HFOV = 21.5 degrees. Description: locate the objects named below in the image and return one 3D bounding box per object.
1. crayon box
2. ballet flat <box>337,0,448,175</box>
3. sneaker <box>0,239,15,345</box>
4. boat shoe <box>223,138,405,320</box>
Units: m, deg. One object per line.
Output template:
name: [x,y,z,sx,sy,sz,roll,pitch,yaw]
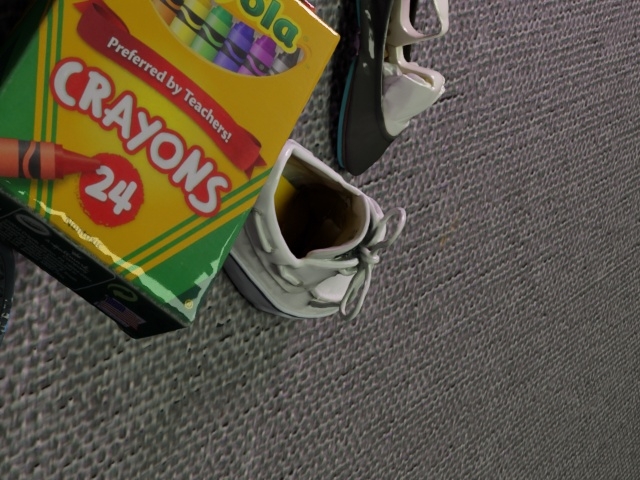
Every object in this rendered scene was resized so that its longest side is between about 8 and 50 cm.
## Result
crayon box: [-0.118,-0.118,1.197,0.202,0.081,0.318,38,61,-23]
ballet flat: [0.075,-0.190,1.669,0.095,0.096,0.280,-34,133,-58]
sneaker: [-0.259,0.095,1.157,0.082,0.069,0.209,138,-37,-74]
boat shoe: [0.002,-0.009,1.534,0.136,0.156,0.367,-69,154,-16]
